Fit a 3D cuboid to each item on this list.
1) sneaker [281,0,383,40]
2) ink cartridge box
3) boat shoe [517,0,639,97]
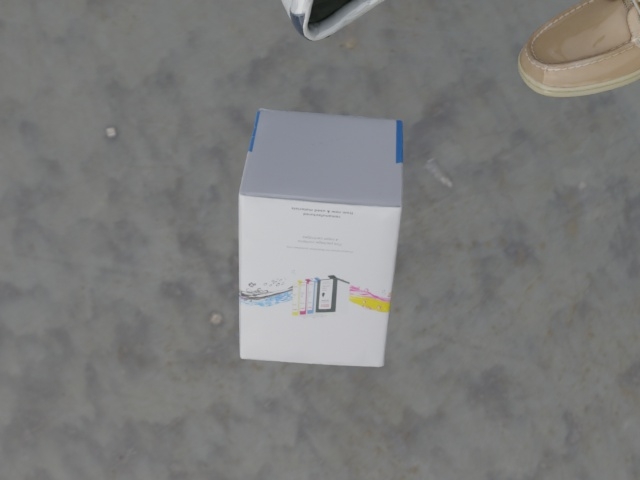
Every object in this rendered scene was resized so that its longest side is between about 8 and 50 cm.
[{"bbox_3d":[0.077,-0.219,0.690,0.258,0.094,0.091,-32,63,30],"label":"sneaker"},{"bbox_3d":[0.000,0.000,1.189,0.168,0.171,0.232,4,129,1],"label":"ink cartridge box"},{"bbox_3d":[0.381,-0.278,1.217,0.341,0.110,0.121,-26,58,1],"label":"boat shoe"}]
